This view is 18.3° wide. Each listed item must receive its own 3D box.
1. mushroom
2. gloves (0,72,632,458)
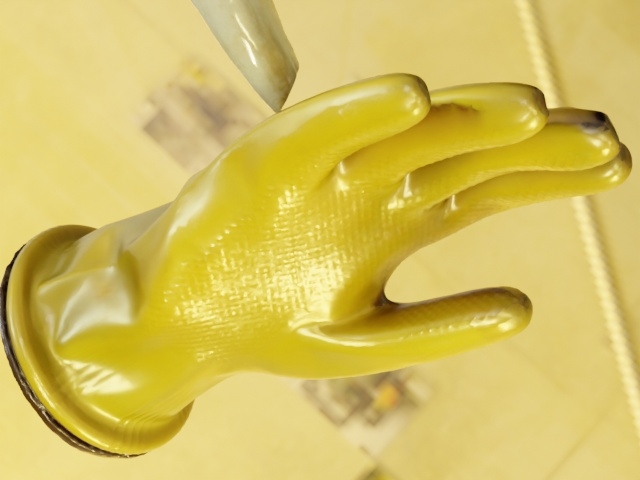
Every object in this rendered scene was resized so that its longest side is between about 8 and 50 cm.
[{"bbox_3d":[-0.064,-0.148,0.904,0.202,0.054,0.059,57,-159,0],"label":"mushroom"},{"bbox_3d":[-0.001,0.000,0.869,0.133,0.294,0.116,9,-117,-50],"label":"gloves"}]
